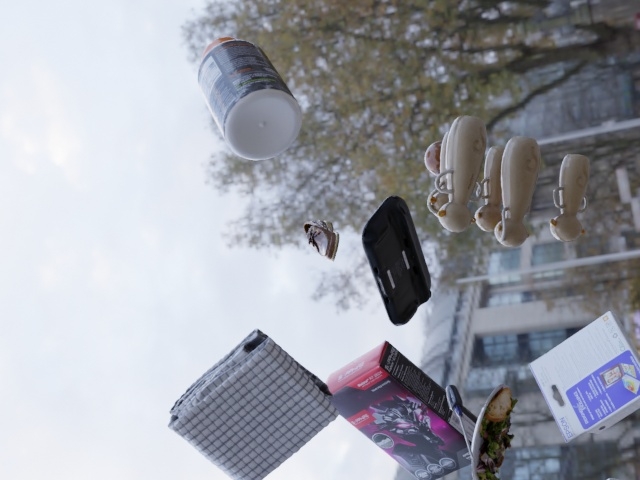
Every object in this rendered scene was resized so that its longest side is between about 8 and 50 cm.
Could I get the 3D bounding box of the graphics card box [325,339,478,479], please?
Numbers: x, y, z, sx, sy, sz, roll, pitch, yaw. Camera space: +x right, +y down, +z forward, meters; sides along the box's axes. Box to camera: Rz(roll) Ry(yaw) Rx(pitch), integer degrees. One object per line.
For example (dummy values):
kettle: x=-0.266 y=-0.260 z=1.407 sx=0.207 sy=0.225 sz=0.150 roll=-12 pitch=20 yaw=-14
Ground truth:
graphics card box: x=0.211 y=0.429 z=2.338 sx=0.371 sy=0.232 sz=0.094 roll=41 pitch=-139 yaw=-14

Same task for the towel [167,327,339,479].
towel: x=-0.137 y=0.339 z=1.952 sx=0.235 sy=0.283 sz=0.121 roll=45 pitch=-168 yaw=-15

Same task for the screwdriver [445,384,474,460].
screwdriver: x=0.231 y=0.293 z=1.535 sx=0.170 sy=0.025 sz=0.024 roll=-108 pitch=12 yaw=-56

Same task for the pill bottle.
pill bottle: x=-0.127 y=-0.247 z=1.568 sx=0.130 sy=0.130 sz=0.246 roll=61 pitch=180 yaw=-42

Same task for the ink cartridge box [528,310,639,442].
ink cartridge box: x=0.547 y=0.277 z=1.915 sx=0.045 sy=0.208 sz=0.206 roll=35 pitch=-154 yaw=-39

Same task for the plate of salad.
plate of salad: x=0.334 y=0.370 z=1.794 sx=0.200 sy=0.048 sz=0.200 roll=-27 pitch=-58 yaw=-55

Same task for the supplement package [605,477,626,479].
supplement package: x=0.494 y=0.524 z=1.512 sx=0.263 sy=0.199 sz=0.198 roll=113 pitch=166 yaw=-56

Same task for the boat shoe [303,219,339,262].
boat shoe: x=0.000 y=0.000 z=2.013 sx=0.178 sy=0.060 sz=0.064 roll=-118 pitch=42 yaw=-70

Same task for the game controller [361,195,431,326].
game controller: x=0.182 y=0.053 z=2.251 sx=0.166 sy=0.067 sz=0.319 roll=-42 pitch=-50 yaw=-27

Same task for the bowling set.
bowling set: x=0.232 y=-0.068 z=1.365 sx=0.287 sy=0.200 sz=0.154 roll=13 pitch=-96 yaw=-31
